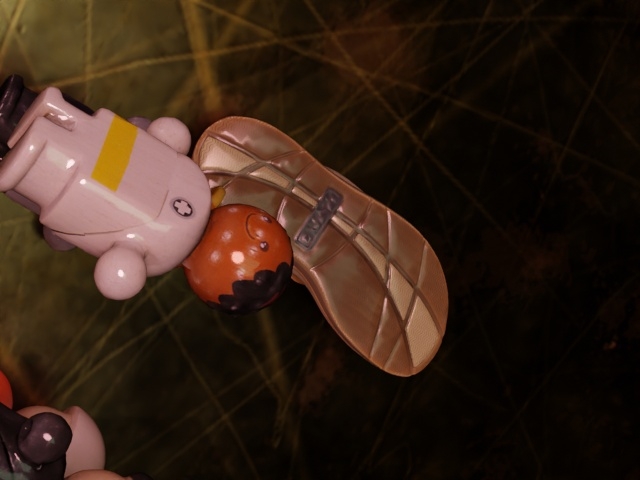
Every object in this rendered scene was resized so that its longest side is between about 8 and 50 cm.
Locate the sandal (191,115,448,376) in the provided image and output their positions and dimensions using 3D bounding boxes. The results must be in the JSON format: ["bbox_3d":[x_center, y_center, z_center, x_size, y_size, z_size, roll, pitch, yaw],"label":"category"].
[{"bbox_3d":[0.000,0.000,0.961,0.180,0.049,0.072,41,78,-15],"label":"sandal"}]

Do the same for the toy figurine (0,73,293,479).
[{"bbox_3d":[-0.116,0.039,0.814,0.148,0.213,0.209,31,84,-18],"label":"toy figurine"}]
